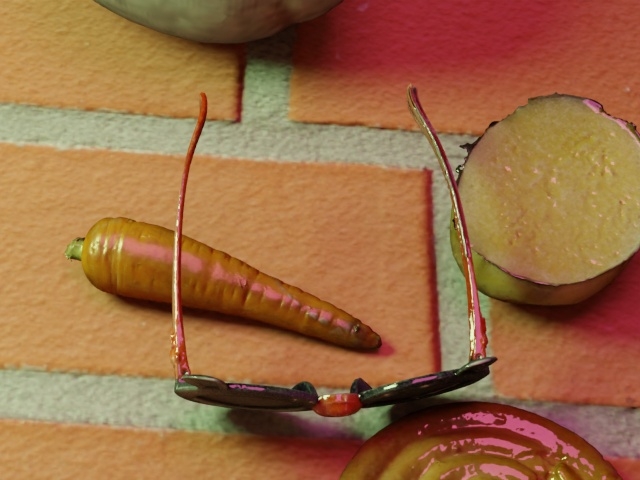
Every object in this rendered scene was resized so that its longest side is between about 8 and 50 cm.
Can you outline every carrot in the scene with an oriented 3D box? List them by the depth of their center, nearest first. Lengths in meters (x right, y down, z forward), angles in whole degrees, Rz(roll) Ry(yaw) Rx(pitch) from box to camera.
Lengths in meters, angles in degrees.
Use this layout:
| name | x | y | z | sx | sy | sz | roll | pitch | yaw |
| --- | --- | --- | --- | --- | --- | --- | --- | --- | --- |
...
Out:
| name | x | y | z | sx | sy | sz | roll | pitch | yaw |
| --- | --- | --- | --- | --- | --- | --- | --- | --- | --- |
| carrot | -0.074 | 0.035 | 1.523 | 0.256 | 0.061 | 0.061 | 16 | 48 | 6 |

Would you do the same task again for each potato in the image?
| name | x | y | z | sx | sy | sz | roll | pitch | yaw |
| --- | --- | --- | --- | --- | --- | --- | --- | --- | --- |
| potato | 0.179 | -0.022 | 1.588 | 0.164 | 0.081 | 0.200 | 30 | 54 | 10 |

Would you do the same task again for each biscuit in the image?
| name | x | y | z | sx | sy | sz | roll | pitch | yaw |
| --- | --- | --- | --- | --- | --- | --- | --- | --- | --- |
| biscuit | 0.121 | 0.173 | 1.431 | 0.224 | 0.033 | 0.144 | 6 | 47 | -2 |

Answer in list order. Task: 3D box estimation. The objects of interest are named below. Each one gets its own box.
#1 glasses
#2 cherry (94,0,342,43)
| name | x | y | z | sx | sy | sz | roll | pitch | yaw |
| --- | --- | --- | --- | --- | --- | --- | --- | --- | --- |
| glasses | 0.000 | 0.000 | 1.462 | 0.234 | 0.118 | 0.268 | -4 | 75 | -7 |
| cherry | -0.118 | -0.324 | 1.694 | 0.326 | 0.291 | 0.335 | 2 | 59 | -28 |
